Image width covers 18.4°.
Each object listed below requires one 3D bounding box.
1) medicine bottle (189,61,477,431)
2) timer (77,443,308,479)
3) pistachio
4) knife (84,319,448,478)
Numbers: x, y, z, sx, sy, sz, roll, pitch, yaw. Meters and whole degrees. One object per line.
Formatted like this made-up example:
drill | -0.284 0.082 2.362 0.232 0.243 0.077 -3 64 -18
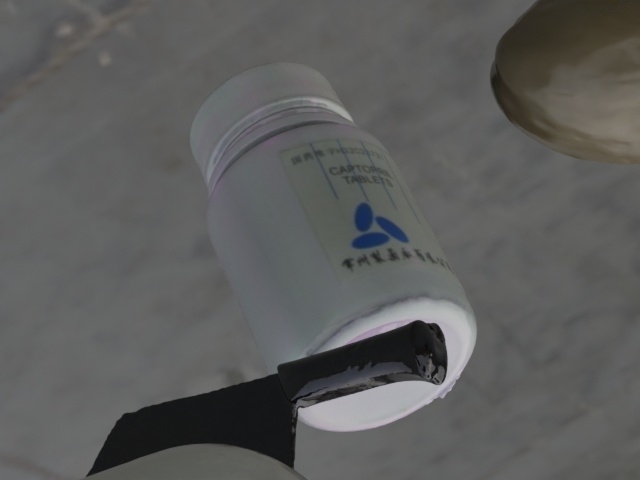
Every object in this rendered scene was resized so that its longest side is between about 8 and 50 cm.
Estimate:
medicine bottle | 0.000 0.000 1.621 0.170 0.293 0.170 -17 141 -14
timer | -0.136 0.095 0.474 0.240 0.233 0.233 -18 151 -35
pistachio | 0.221 -0.118 1.320 0.226 0.136 0.136 -1 159 24
knife | -0.035 0.090 0.954 0.230 0.060 0.028 -19 151 36
